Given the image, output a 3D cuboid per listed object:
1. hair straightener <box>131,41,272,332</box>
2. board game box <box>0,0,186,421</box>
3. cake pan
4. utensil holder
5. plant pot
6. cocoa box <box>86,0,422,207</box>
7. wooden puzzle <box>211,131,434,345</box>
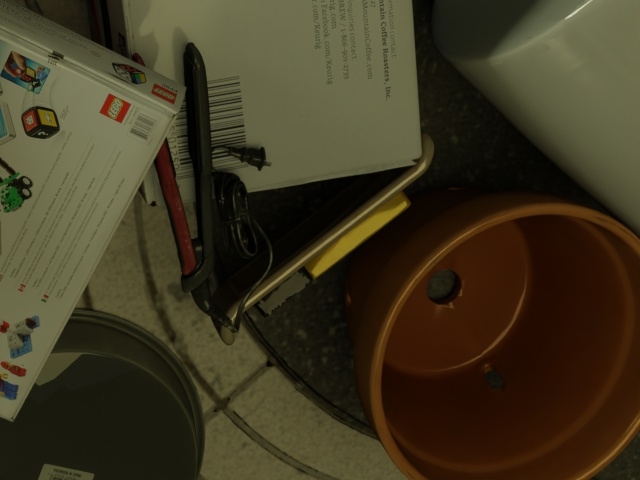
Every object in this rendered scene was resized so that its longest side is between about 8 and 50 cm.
[{"bbox_3d":[-0.075,-0.038,1.271,0.089,0.047,0.230,-15,111,-10],"label":"hair straightener"},{"bbox_3d":[-0.249,-0.025,1.237,0.193,0.053,0.305,26,119,-10],"label":"board game box"},{"bbox_3d":[-0.240,0.207,1.557,0.293,0.054,0.293,-7,112,-18],"label":"cake pan"},{"bbox_3d":[0.333,-0.162,1.487,0.385,0.327,0.327,38,93,-24],"label":"utensil holder"},{"bbox_3d":[0.149,0.073,1.566,0.291,0.203,0.290,-7,112,-17],"label":"plant pot"},{"bbox_3d":[-0.068,-0.236,1.355,0.231,0.228,0.347,-11,113,-14],"label":"cocoa box"},{"bbox_3d":[0.000,0.000,1.477,0.239,0.221,0.044,-42,96,-3],"label":"wooden puzzle"}]
